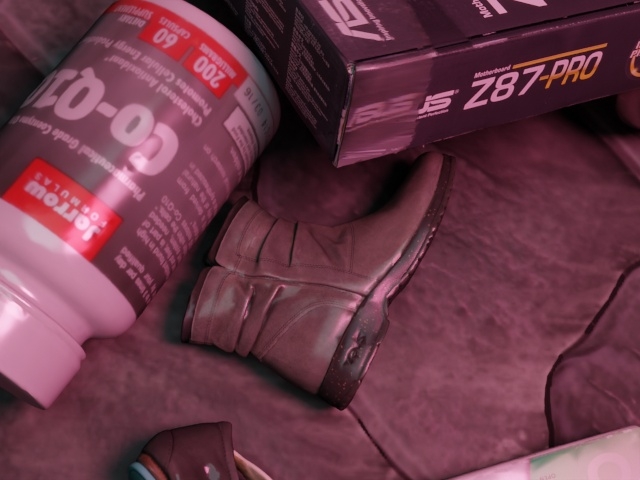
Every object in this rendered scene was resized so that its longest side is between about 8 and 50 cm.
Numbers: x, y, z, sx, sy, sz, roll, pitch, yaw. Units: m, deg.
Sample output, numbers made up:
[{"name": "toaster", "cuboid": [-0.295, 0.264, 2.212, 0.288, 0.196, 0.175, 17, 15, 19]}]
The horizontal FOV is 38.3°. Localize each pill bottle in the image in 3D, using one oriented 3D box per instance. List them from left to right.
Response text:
[{"name": "pill bottle", "cuboid": [-0.167, -0.031, 0.673, 0.161, 0.161, 0.283, 33, 69, 2]}]

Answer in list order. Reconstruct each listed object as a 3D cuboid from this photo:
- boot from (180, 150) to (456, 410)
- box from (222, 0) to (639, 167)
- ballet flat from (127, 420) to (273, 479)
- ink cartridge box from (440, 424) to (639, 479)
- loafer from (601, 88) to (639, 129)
[{"name": "boot", "cuboid": [0.000, 0.000, 0.742, 0.161, 0.083, 0.246, 27, 67, 5]}, {"name": "box", "cuboid": [0.065, -0.251, 0.741, 0.318, 0.097, 0.395, -17, 54, -21]}, {"name": "ballet flat", "cuboid": [-0.031, 0.248, 0.646, 0.096, 0.095, 0.280, -24, 77, -29]}, {"name": "ink cartridge box", "cuboid": [0.193, 0.273, 0.698, 0.181, 0.056, 0.224, -13, 73, -14]}, {"name": "loafer", "cuboid": [0.357, -0.232, 0.874, 0.130, 0.133, 0.366, 32, 56, 29]}]
